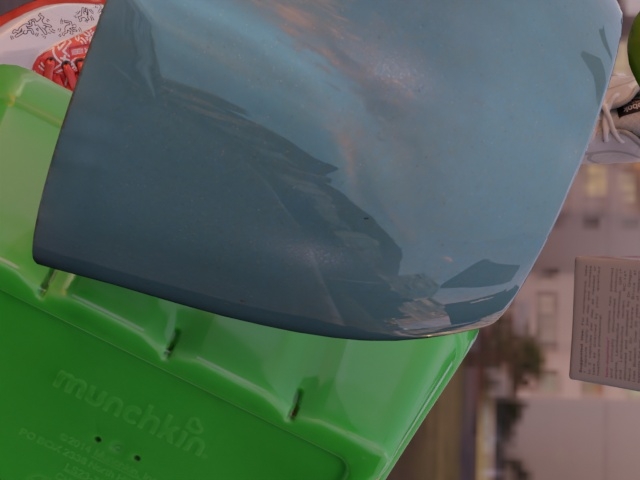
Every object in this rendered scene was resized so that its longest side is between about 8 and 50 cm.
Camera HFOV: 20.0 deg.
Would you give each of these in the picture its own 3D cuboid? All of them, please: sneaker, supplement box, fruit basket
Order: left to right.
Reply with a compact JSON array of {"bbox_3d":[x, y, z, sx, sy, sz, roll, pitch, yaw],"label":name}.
[{"bbox_3d":[-0.194,-0.161,1.692,0.145,0.270,0.090,44,-40,35],"label":"sneaker"},{"bbox_3d":[-0.108,0.061,1.229,0.283,0.392,0.392,-60,-172,26],"label":"fruit basket"},{"bbox_3d":[0.243,-0.112,1.660,0.118,0.292,0.110,-106,-168,-86],"label":"sneaker"},{"bbox_3d":[0.319,0.074,1.499,0.220,0.111,0.114,4,-87,55],"label":"supplement box"}]

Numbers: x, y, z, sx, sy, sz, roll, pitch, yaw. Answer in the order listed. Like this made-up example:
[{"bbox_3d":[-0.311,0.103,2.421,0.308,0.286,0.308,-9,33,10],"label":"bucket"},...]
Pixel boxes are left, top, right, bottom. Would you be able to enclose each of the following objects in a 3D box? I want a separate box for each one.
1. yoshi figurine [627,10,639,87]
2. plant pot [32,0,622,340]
[{"bbox_3d":[0.388,-0.152,1.535,0.362,0.203,0.204,-7,99,-49],"label":"yoshi figurine"},{"bbox_3d":[0.015,-0.082,0.945,0.293,0.235,0.293,-159,-90,-88],"label":"plant pot"}]
